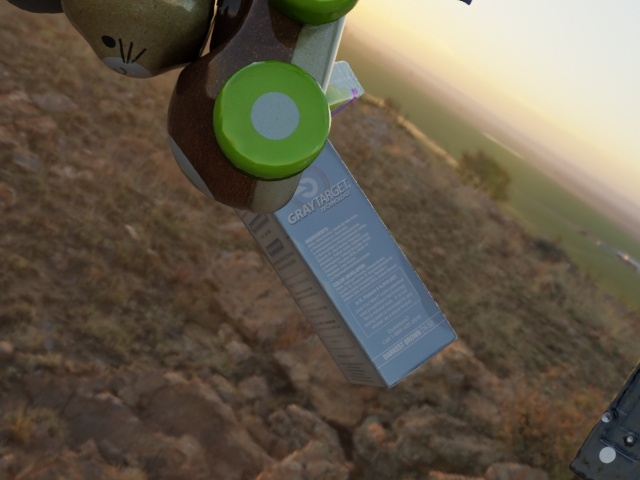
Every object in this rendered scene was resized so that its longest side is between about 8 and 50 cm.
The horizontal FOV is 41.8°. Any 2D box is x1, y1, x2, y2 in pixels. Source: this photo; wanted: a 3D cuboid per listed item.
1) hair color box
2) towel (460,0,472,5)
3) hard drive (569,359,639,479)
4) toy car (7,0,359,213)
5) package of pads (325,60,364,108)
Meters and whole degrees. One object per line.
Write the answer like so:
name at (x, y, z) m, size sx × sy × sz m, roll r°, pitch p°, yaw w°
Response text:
hair color box at (0.000, 0.000, 1.064) m, size 0.374 × 0.113 × 0.185 m, roll 56°, pitch -15°, yaw -1°
towel at (0.054, -0.427, 0.934) m, size 0.336 × 0.243 × 0.040 m, roll 21°, pitch 37°, yaw 6°
hard drive at (0.430, 0.149, 0.810) m, size 0.064 × 0.339 × 0.237 m, roll 38°, pitch -6°, yaw -35°
toy car at (-0.084, -0.105, 0.427) m, size 0.188 × 0.149 × 0.155 m, roll 16°, pitch -4°, yaw -6°
package of pads at (-0.063, -0.278, 1.784) m, size 0.101 × 0.229 × 0.296 m, roll 60°, pitch 26°, yaw -2°
